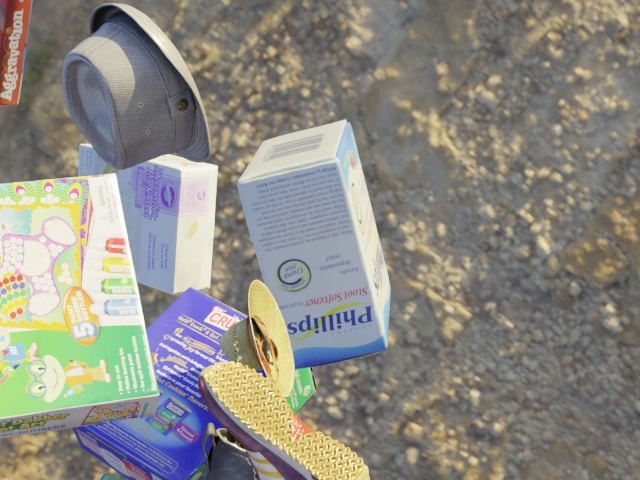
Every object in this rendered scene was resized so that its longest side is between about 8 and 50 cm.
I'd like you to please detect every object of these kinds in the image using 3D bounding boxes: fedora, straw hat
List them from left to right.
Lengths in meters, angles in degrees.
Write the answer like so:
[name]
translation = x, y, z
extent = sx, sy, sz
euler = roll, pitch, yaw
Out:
[fedora]
translation = -0.277, -0.195, 1.665
extent = 0.244, 0.275, 0.124
euler = 36, 60, 29
[straw hat]
translation = -0.083, 0.120, 1.347
extent = 0.061, 0.144, 0.144
euler = -18, 51, 12

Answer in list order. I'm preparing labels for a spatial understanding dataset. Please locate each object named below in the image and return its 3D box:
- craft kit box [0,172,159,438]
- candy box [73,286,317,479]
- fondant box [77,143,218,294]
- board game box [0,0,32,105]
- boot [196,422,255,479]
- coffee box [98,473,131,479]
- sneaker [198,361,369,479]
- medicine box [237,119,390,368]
[craft kit box]
translation = -0.296, 0.061, 1.108
extent = 0.061, 0.247, 0.250
euler = 109, 149, -58
[candy box]
translation = -0.209, 0.261, 1.930
extent = 0.268, 0.122, 0.317
euler = 26, 56, 29
[fondant box]
translation = -0.343, -0.050, 2.267
extent = 0.330, 0.096, 0.238
euler = 15, 105, 42
[board game box]
translation = -0.344, -0.244, 1.063
extent = 0.281, 0.027, 0.145
euler = 36, 124, 37
[boot]
translation = -0.042, 0.314, 1.178
extent = 0.229, 0.263, 0.091
euler = -59, 23, 11
[coffee box]
translation = -0.234, 0.408, 1.687
extent = 0.040, 0.184, 0.113
euler = -66, -15, -59
[sneaker]
translation = -0.048, 0.192, 1.074
extent = 0.185, 0.069, 0.084
euler = 40, 127, 9
[medicine box]
translation = 0.000, 0.000, 1.716
extent = 0.149, 0.289, 0.263
euler = -13, 15, 8
